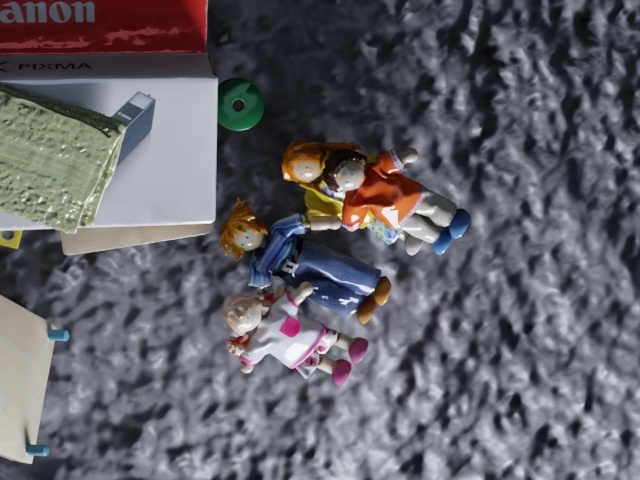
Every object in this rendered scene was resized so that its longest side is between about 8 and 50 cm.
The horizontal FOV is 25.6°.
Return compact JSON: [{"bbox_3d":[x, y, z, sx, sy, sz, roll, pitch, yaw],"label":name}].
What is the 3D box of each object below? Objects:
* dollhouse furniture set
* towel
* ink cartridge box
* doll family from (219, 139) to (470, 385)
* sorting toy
[{"bbox_3d":[-0.342,0.172,1.233,0.198,0.286,0.303,2,75,18],"label":"dollhouse furniture set"},{"bbox_3d":[-0.237,-0.069,1.121,0.148,0.027,0.110,16,115,-20],"label":"towel"},{"bbox_3d":[-0.232,-0.137,1.139,0.296,0.066,0.261,-2,118,-10],"label":"ink cartridge box"},{"bbox_3d":[0.000,0.000,1.280,0.163,0.118,0.263,28,112,-20],"label":"doll family"},{"bbox_3d":[-0.182,-0.063,1.253,0.274,0.046,0.132,-9,102,-9],"label":"sorting toy"}]
